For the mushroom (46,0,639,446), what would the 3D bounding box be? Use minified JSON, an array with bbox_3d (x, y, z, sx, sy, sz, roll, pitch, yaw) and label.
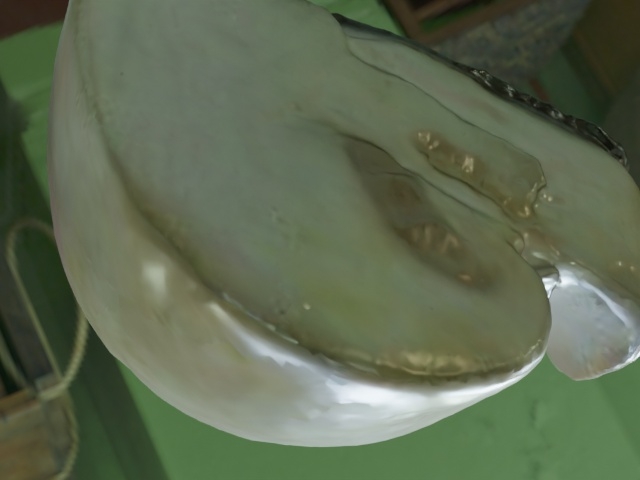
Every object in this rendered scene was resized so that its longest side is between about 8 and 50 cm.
[{"bbox_3d":[-0.011,0.023,0.520,0.236,0.173,0.162,25,134,-11],"label":"mushroom"}]
